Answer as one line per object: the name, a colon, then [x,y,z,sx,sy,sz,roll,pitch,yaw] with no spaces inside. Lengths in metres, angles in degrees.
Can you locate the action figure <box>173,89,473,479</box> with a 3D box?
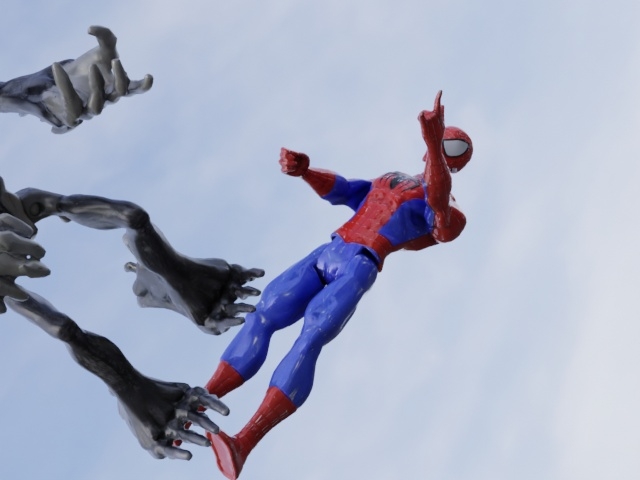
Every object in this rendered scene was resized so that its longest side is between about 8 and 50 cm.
action figure: [0.000,0.000,1.183,0.280,0.091,0.139,-45,-41,-27]

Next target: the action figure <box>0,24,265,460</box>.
action figure: [-0.141,-0.024,0.864,0.276,0.141,0.164,39,-121,-27]
